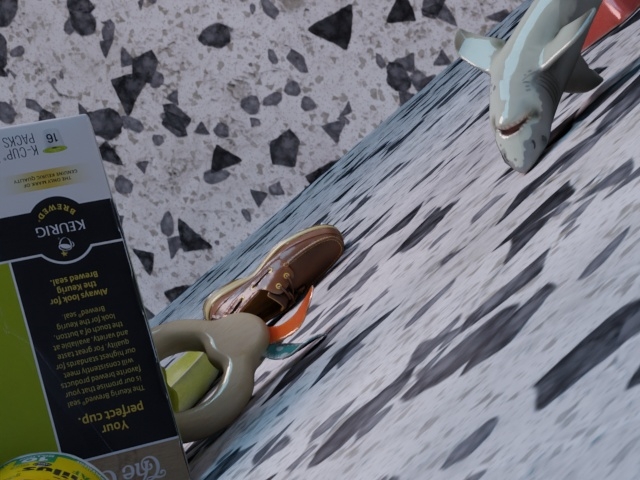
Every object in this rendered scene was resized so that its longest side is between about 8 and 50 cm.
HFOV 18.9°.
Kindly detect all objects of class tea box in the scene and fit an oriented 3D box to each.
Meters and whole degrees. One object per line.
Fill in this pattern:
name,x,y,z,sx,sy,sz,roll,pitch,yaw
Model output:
tea box,-0.323,0.101,1.547,0.329,0.323,0.220,-11,-11,-26

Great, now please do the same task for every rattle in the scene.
rattle,-0.079,0.135,1.700,0.200,0.142,0.130,-28,33,-15

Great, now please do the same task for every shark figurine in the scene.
shark figurine,0.232,-0.180,1.628,0.278,0.116,0.166,-50,38,2

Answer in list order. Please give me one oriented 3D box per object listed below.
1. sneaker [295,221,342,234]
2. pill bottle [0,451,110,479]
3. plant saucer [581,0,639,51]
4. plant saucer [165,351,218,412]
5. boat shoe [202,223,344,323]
sneaker,0.000,0.000,2.214,0.058,0.052,0.135,-39,3,-19
pill bottle,-0.201,0.221,1.320,0.117,0.117,0.208,-42,4,4
plant saucer,0.312,-0.272,2.134,0.258,0.048,0.259,-45,6,-35
plant saucer,-0.189,0.195,2.055,0.241,0.037,0.241,-41,5,4
boat shoe,-0.044,0.052,2.093,0.178,0.064,0.060,-35,38,2
